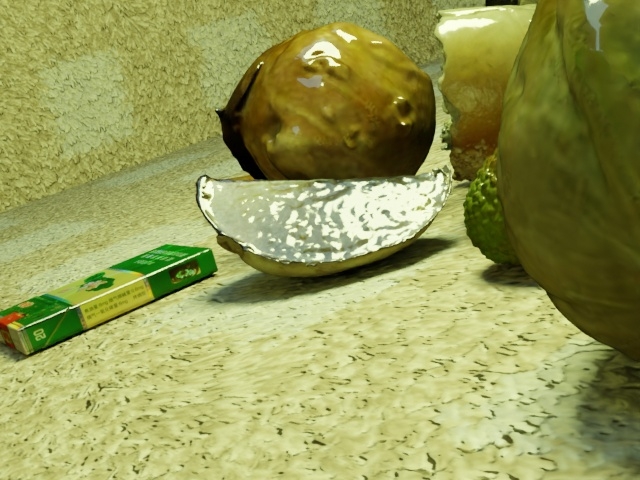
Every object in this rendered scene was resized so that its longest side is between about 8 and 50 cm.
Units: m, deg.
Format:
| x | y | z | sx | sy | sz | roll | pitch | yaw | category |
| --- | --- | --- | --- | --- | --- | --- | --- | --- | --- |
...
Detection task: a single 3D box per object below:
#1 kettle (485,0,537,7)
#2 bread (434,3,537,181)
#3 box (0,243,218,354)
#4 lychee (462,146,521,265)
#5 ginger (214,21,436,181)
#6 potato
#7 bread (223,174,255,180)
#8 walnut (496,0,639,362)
| x | y | z | sx | sy | sz | roll | pitch | yaw | category |
| --- | --- | --- | --- | --- | --- | --- | --- | --- | --- |
| 0.372 | -0.267 | 1.022 | 0.324 | 0.321 | 0.228 | 21 | 49 | 19 | kettle |
| 0.221 | -0.142 | 0.964 | 0.192 | 0.171 | 0.314 | -5 | -6 | 7 | bread |
| -0.247 | 0.061 | 1.040 | 0.235 | 0.034 | 0.132 | -24 | 15 | -29 | box |
| 0.181 | -0.034 | 0.734 | 0.146 | 0.114 | 0.114 | -32 | 2 | 35 | lychee |
| 0.030 | -0.121 | 1.047 | 0.223 | 0.269 | 0.200 | 25 | 74 | 42 | ginger |
| 0.003 | 0.001 | 0.924 | 0.261 | 0.100 | 0.120 | 0 | 57 | 12 | potato |
| -0.132 | -0.065 | 1.395 | 0.154 | 0.054 | 0.136 | -14 | 16 | 22 | bread |
| 0.219 | -0.065 | 0.502 | 0.227 | 0.283 | 0.283 | -32 | -1 | 44 | walnut |
